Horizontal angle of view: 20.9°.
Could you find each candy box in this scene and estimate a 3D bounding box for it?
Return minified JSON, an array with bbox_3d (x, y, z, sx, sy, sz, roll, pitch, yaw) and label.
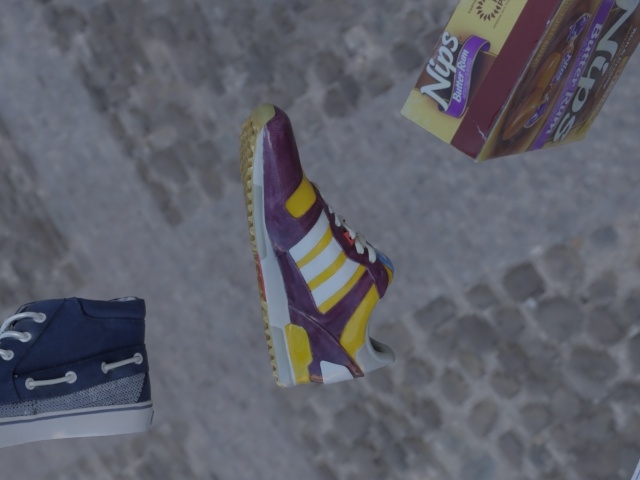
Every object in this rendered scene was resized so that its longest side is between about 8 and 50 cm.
[{"bbox_3d":[0.120,-0.105,0.923,0.053,0.187,0.109,33,109,17],"label":"candy box"}]

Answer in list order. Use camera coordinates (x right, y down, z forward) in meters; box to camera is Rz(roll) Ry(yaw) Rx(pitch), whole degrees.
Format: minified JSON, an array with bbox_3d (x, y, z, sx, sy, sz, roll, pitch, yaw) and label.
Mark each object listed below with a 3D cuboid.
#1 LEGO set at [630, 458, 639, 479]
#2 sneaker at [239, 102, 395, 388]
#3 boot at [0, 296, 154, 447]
[{"bbox_3d":[0.260,0.190,1.014,0.182,0.244,0.060,26,162,7],"label":"LEGO set"},{"bbox_3d":[0.000,0.000,1.046,0.069,0.084,0.185,-103,5,-62],"label":"sneaker"},{"bbox_3d":[-0.190,0.079,1.041,0.069,0.190,0.086,-3,89,54],"label":"boot"}]
